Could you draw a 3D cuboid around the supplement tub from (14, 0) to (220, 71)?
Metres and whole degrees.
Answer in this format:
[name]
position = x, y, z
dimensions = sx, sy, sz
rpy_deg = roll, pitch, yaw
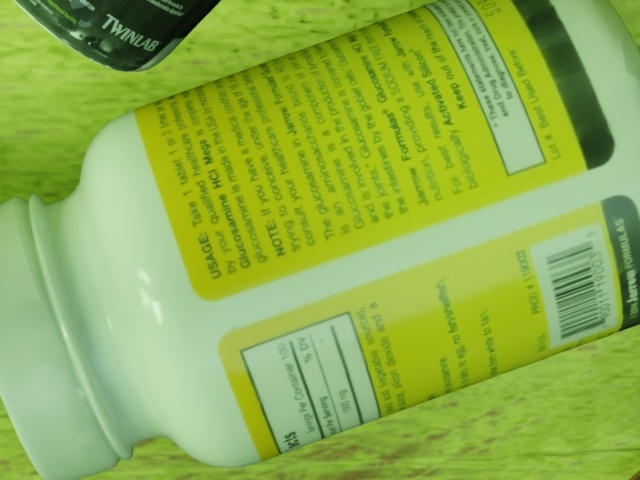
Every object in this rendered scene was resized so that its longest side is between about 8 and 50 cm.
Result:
[supplement tub]
position = -0.055, -0.174, 0.838
dimensions = 0.190, 0.117, 0.117
rpy_deg = -43, 130, 19

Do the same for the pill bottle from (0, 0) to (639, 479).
[pill bottle]
position = 0.000, 0.000, 0.964
dimensions = 0.334, 0.188, 0.188
rpy_deg = -19, 134, -2

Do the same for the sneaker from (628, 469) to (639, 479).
[sneaker]
position = 0.291, 0.097, 1.212
dimensions = 0.123, 0.106, 0.290
rpy_deg = 8, 128, -29
